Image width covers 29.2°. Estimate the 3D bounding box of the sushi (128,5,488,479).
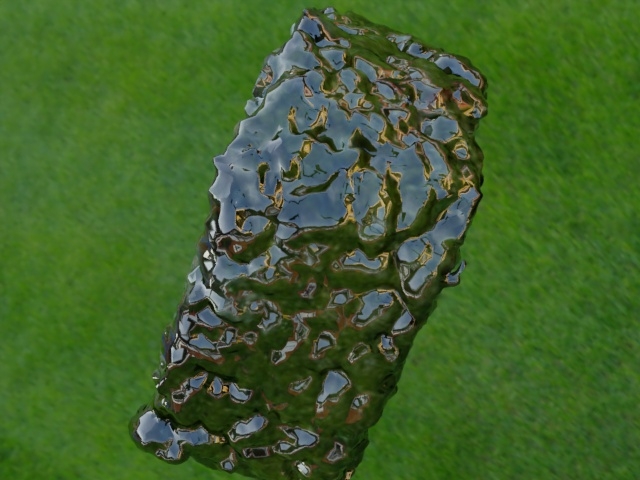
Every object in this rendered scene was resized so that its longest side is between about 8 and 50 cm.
[{"bbox_3d":[0.000,0.000,0.938,0.294,0.178,0.352,-72,3,-60],"label":"sushi"}]
